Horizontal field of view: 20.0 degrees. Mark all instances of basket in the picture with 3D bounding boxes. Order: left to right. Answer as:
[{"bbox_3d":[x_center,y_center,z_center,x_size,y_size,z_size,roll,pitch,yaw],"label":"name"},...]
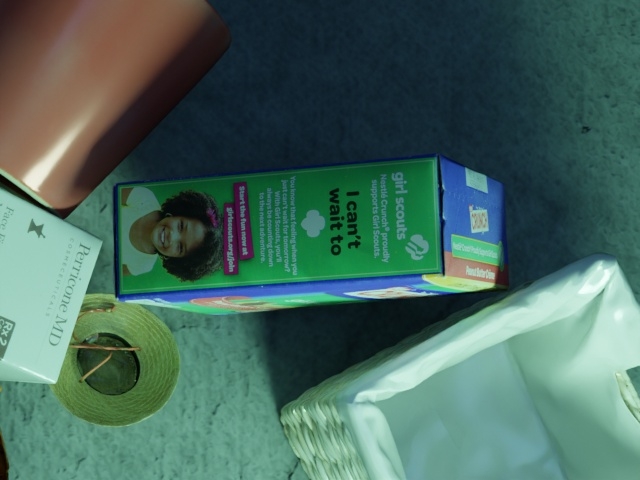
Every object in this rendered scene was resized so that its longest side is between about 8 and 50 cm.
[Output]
[{"bbox_3d":[0.180,0.234,1.820,0.331,0.266,0.328,-27,91,-22],"label":"basket"}]

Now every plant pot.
[{"bbox_3d":[-0.259,-0.170,1.748,0.275,0.275,0.243,35,82,-11],"label":"plant pot"}]

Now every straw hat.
[{"bbox_3d":[-0.212,0.127,1.809,0.144,0.061,0.144,5,64,-10],"label":"straw hat"}]

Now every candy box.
[{"bbox_3d":[0.000,0.000,1.725,0.317,0.268,0.122,-6,83,18],"label":"candy box"}]

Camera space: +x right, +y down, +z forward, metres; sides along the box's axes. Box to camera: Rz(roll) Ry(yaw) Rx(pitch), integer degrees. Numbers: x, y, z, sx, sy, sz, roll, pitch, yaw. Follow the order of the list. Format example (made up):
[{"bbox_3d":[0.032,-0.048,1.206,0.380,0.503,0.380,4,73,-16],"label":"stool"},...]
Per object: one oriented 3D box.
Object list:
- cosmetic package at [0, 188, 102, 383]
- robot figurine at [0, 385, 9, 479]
[{"bbox_3d":[-0.335,0.034,1.702,0.183,0.151,0.151,28,71,-37],"label":"cosmetic package"},{"bbox_3d":[-0.381,0.277,1.712,0.211,0.085,0.291,4,79,-18],"label":"robot figurine"}]
